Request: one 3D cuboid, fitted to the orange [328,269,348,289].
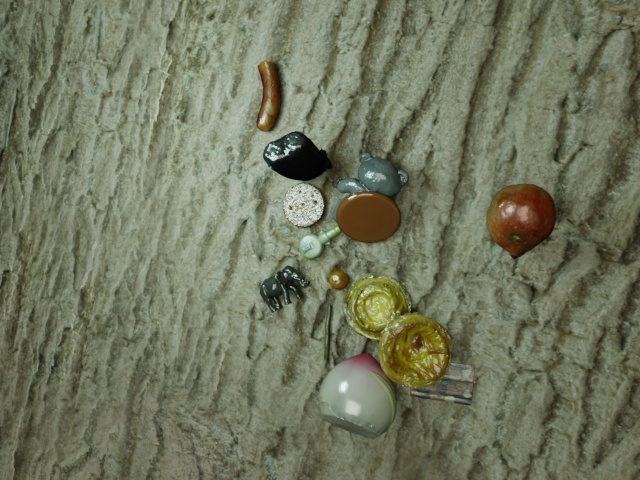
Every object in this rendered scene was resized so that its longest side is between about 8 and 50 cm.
[{"bbox_3d":[0.073,0.159,1.819,0.085,0.085,0.085,0,91,17],"label":"orange"}]

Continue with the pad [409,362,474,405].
[{"bbox_3d":[0.470,0.547,1.747,0.235,0.003,0.158,4,92,16],"label":"pad"}]

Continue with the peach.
[{"bbox_3d":[0.689,-0.063,1.555,0.233,0.232,0.256,1,81,17],"label":"peach"}]

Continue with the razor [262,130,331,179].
[{"bbox_3d":[-0.080,-0.308,1.727,0.189,0.327,0.107,-23,78,16],"label":"razor"}]

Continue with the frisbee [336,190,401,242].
[{"bbox_3d":[0.183,-0.084,1.730,0.251,0.021,0.250,4,131,5],"label":"frisbee"}]

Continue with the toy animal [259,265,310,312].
[{"bbox_3d":[-0.156,0.197,1.867,0.245,0.114,0.146,-28,84,15],"label":"toy animal"}]

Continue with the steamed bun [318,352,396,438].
[{"bbox_3d":[0.152,0.569,1.713,0.310,0.309,0.309,0,91,17],"label":"steamed bun"}]

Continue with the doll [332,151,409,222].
[{"bbox_3d":[0.180,-0.185,1.760,0.246,0.158,0.340,33,128,3],"label":"doll"}]

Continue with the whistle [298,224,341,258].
[{"bbox_3d":[0.000,0.000,1.846,0.198,0.057,0.104,-31,83,16],"label":"whistle"}]

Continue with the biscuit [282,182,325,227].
[{"bbox_3d":[-0.069,-0.147,1.880,0.188,0.027,0.187,0,90,17],"label":"biscuit"}]

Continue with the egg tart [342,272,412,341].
[{"bbox_3d":[0.217,0.263,1.770,0.279,0.095,0.278,0,90,16],"label":"egg tart"}]

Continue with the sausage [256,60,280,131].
[{"bbox_3d":[-0.217,-0.610,1.889,0.103,0.076,0.302,0,90,24],"label":"sausage"}]

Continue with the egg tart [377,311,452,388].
[{"bbox_3d":[0.351,0.410,1.698,0.295,0.116,0.294,0,94,-3],"label":"egg tart"}]

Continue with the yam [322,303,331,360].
[{"bbox_3d":[0.027,0.380,1.865,0.027,0.029,0.234,3,91,-25],"label":"yam"}]
